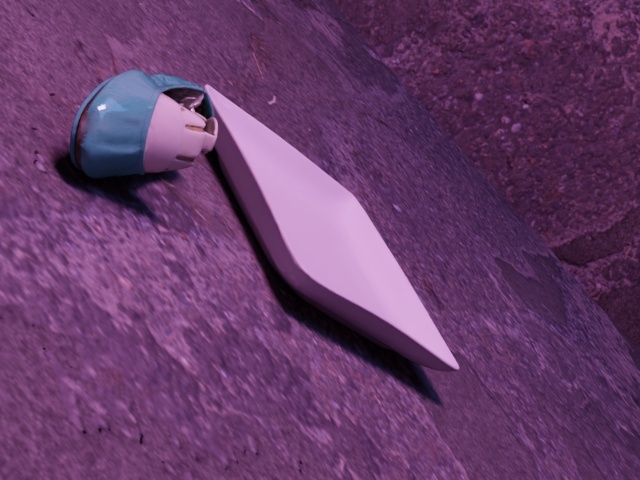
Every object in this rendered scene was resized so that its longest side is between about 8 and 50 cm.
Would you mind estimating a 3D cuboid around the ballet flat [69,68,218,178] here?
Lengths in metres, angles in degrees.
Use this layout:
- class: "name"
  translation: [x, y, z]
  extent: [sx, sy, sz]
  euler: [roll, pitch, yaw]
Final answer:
- class: "ballet flat"
  translation: [-0.128, -0.094, 1.139]
  extent: [0.087, 0.083, 0.247]
  euler: [14, 12, 3]

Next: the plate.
- class: "plate"
  translation: [0.000, 0.000, 1.401]
  extent: [0.278, 0.045, 0.277]
  euler: [34, 20, -47]
